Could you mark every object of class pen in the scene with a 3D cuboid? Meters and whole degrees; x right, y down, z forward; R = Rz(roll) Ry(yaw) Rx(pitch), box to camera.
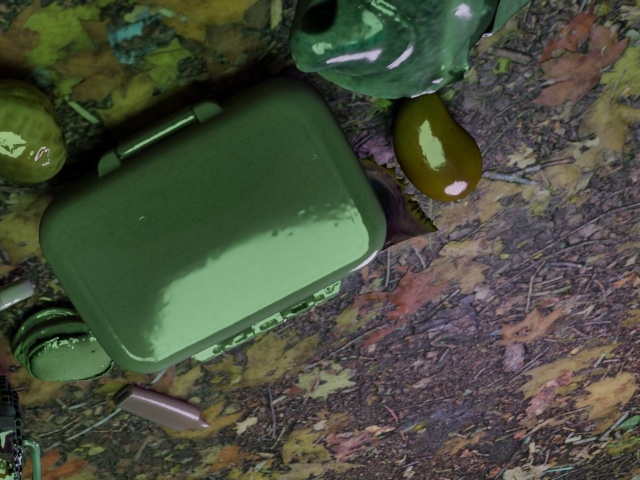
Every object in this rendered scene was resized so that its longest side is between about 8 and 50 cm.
[{"bbox_3d":[-0.241,0.269,1.792,0.053,0.032,0.197,-38,139,18],"label":"pen"}]

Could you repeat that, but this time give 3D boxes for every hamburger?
[{"bbox_3d":[-0.347,0.145,1.552,0.140,0.062,0.133,3,138,-34],"label":"hamburger"}]

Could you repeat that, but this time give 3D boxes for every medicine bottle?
[{"bbox_3d":[-0.124,-0.017,1.339,0.375,0.123,0.282,-27,109,6],"label":"medicine bottle"}]

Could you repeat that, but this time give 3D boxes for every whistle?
[{"bbox_3d":[0.142,-0.282,1.165,0.404,0.188,0.168,-14,143,-12],"label":"whistle"}]

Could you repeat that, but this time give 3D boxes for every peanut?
[{"bbox_3d":[-0.349,-0.134,1.173,0.229,0.098,0.103,38,72,-51],"label":"peanut"}]

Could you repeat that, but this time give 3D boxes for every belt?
[{"bbox_3d":[-0.471,0.306,1.575,0.160,0.207,0.295,-5,126,-16],"label":"belt"}]

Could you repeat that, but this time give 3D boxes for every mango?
[{"bbox_3d":[0.148,-0.118,1.466,0.102,0.085,0.184,-28,138,7],"label":"mango"}]

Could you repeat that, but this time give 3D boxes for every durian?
[{"bbox_3d":[-0.005,-0.010,1.488,0.260,0.154,0.186,-20,165,-8],"label":"durian"}]

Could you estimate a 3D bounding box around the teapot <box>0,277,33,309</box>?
[{"bbox_3d":[-0.477,0.111,1.347,0.299,0.208,0.166,-21,170,-36],"label":"teapot"}]
